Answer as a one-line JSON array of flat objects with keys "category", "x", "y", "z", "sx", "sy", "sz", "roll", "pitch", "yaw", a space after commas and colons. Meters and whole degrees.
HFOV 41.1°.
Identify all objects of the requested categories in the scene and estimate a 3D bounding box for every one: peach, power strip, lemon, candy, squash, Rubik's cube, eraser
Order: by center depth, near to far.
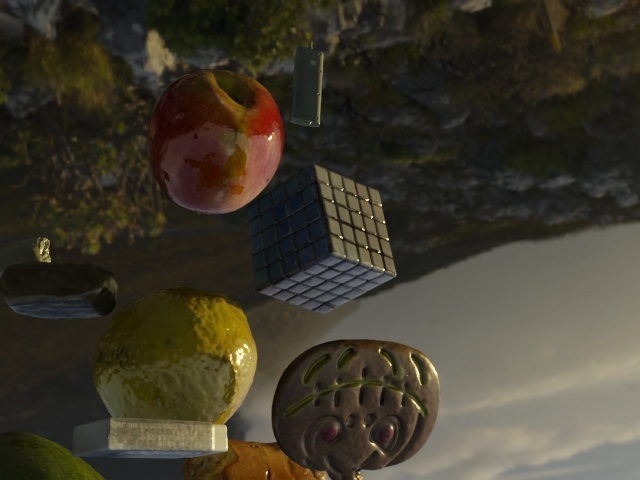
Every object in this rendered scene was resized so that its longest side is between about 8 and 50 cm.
[{"category": "eraser", "x": -0.242, "y": 0.286, "z": 1.228, "sx": 0.092, "sy": 0.046, "sz": 0.213, "roll": -20, "pitch": 156, "yaw": 38}, {"category": "squash", "x": -0.508, "y": 0.443, "z": 1.462, "sx": 0.310, "sy": 0.309, "sz": 0.310, "roll": -21, "pitch": 134, "yaw": -23}, {"category": "power strip", "x": -0.027, "y": -0.328, "z": 1.785, "sx": 0.060, "sy": 0.252, "sz": 0.027, "roll": 10, "pitch": 143, "yaw": -9}, {"category": "candy", "x": -0.549, "y": 0.104, "z": 1.797, "sx": 0.234, "sy": 0.102, "sz": 0.104, "roll": -4, "pitch": 150, "yaw": 8}, {"category": "lemon", "x": -0.307, "y": 0.261, "z": 1.854, "sx": 0.350, "sy": 0.350, "sz": 0.387, "roll": -33, "pitch": -162, "yaw": 53}, {"category": "Rubik's cube", "x": 0.000, "y": 0.000, "z": 1.934, "sx": 0.237, "sy": 0.237, "sz": 0.238, "roll": -31, "pitch": 145, "yaw": 33}, {"category": "peach", "x": -0.278, "y": -0.246, "z": 2.222, "sx": 0.389, "sy": 0.388, "sz": 0.388, "roll": -11, "pitch": 165, "yaw": -3}]

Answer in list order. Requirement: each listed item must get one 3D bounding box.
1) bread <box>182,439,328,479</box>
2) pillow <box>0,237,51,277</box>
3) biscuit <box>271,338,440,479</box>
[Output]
[{"category": "bread", "x": -0.138, "y": 0.550, "z": 1.947, "sx": 0.344, "sy": 0.195, "sz": 0.149, "roll": 11, "pitch": 133, "yaw": -44}, {"category": "pillow", "x": -0.821, "y": 0.059, "z": 2.293, "sx": 0.182, "sy": 0.134, "sz": 0.077, "roll": -9, "pitch": 141, "yaw": -2}, {"category": "biscuit", "x": 0.083, "y": 0.378, "z": 1.832, "sx": 0.395, "sy": 0.350, "sz": 0.070, "roll": -1, "pitch": -168, "yaw": -25}]
